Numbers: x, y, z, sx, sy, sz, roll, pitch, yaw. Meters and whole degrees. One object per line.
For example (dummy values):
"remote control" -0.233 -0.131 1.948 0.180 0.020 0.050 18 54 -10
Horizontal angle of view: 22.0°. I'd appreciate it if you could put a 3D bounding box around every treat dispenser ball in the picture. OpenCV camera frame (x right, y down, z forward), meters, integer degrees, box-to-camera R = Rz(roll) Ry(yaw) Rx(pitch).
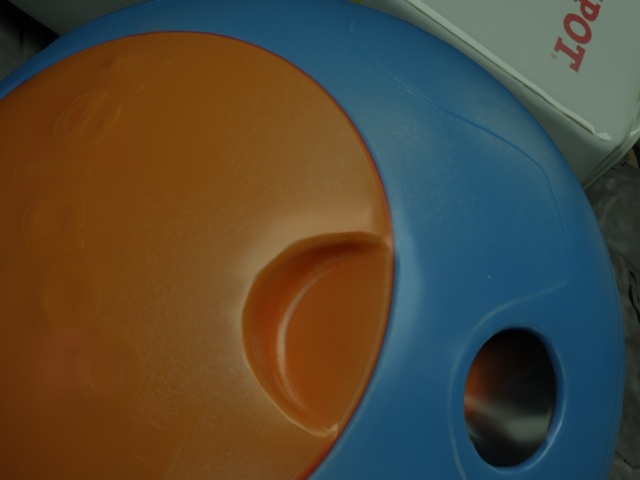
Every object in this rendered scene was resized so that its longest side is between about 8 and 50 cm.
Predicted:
"treat dispenser ball" -0.027 0.046 0.643 0.288 0.288 0.288 17 52 -23

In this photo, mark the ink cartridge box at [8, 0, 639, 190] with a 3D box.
"ink cartridge box" -0.004 -0.189 0.900 0.385 0.160 0.279 34 43 -8
